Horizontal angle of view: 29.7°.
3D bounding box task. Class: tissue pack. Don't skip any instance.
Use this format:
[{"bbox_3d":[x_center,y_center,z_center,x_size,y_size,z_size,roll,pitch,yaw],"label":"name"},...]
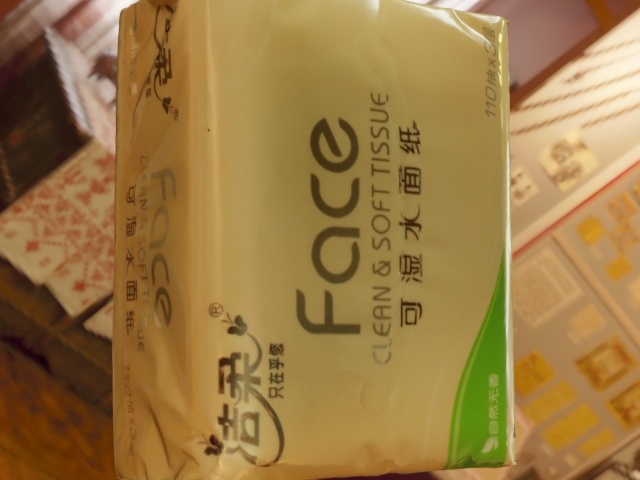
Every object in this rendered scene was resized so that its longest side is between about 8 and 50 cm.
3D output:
[{"bbox_3d":[0.000,0.000,1.030,0.332,0.205,0.405,2,83,-32],"label":"tissue pack"}]
